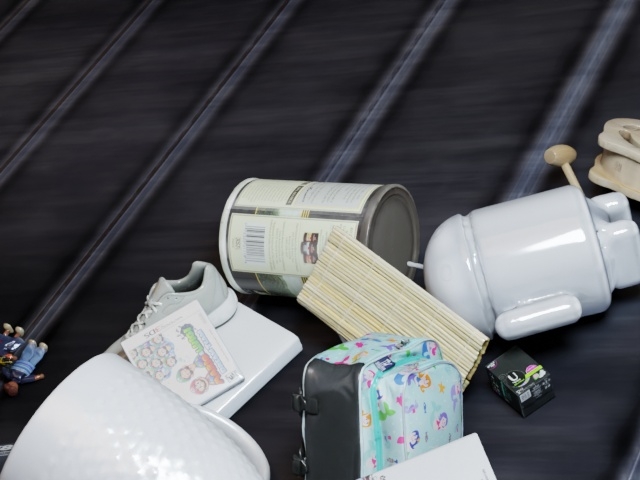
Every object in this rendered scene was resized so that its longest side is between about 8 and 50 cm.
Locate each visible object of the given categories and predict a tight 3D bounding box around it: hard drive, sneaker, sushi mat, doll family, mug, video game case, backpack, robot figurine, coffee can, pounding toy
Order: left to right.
[{"bbox_3d":[-0.572,0.207,2.381,0.193,0.076,0.111,4,41,24],"label":"doll family"},{"bbox_3d":[-0.268,0.125,2.234,0.262,0.121,0.099,-36,40,-16],"label":"sneaker"},{"bbox_3d":[-0.213,0.344,1.919,0.328,0.276,0.374,32,26,14],"label":"mug"},{"bbox_3d":[-0.220,0.192,2.158,0.143,0.019,0.157,-30,71,-9],"label":"video game case"},{"bbox_3d":[-0.204,0.229,2.213,0.307,0.040,0.203,-42,43,-23],"label":"hard drive"},{"bbox_3d":[0.000,0.000,2.252,0.275,0.201,0.201,5,46,29],"label":"coffee can"},{"bbox_3d":[0.095,0.242,1.900,0.191,0.225,0.253,2,11,26],"label":"backpack"},{"bbox_3d":[0.105,0.121,2.064,0.316,0.151,0.019,37,24,27],"label":"sushi mat"},{"bbox_3d":[0.310,0.037,2.071,0.354,0.199,0.300,-14,32,9],"label":"robot figurine"},{"bbox_3d":[0.516,-0.102,2.240,0.270,0.154,0.154,28,31,32],"label":"pounding toy"}]

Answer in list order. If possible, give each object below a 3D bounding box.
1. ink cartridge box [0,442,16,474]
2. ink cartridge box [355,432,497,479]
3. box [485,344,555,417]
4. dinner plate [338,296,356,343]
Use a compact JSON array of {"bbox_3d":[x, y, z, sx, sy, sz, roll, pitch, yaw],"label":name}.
[{"bbox_3d":[-0.522,0.359,2.034,0.165,0.065,0.332,-6,4,1],"label":"ink cartridge box"},{"bbox_3d":[0.123,0.418,1.728,0.270,0.198,0.197,-22,40,2],"label":"ink cartridge box"},{"bbox_3d":[0.294,0.207,2.002,0.062,0.052,0.083,-31,39,-13],"label":"box"},{"bbox_3d":[0.091,0.128,2.121,0.141,0.141,0.017,-10,16,14],"label":"dinner plate"}]
